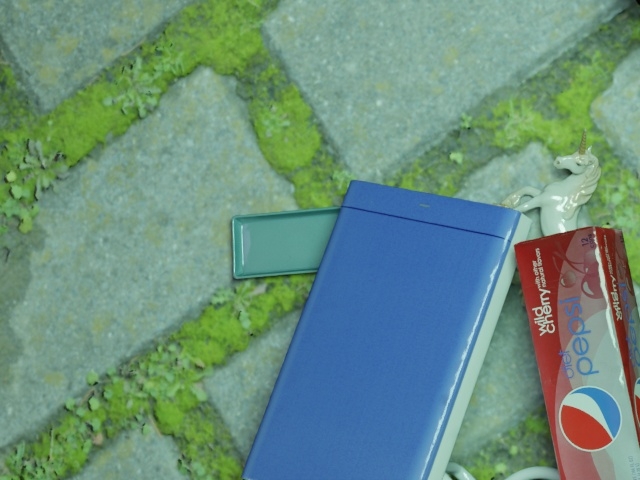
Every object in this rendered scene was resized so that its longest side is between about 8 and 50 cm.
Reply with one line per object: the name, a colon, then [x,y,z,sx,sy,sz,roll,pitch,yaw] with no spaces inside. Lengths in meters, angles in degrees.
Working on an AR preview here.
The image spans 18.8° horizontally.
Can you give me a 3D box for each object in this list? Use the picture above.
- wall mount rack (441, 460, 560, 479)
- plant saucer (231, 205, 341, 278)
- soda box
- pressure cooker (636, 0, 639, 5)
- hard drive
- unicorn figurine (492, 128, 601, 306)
wall mount rack: [0.145,0.387,1.814,0.350,0.130,0.304,-48,69,10]
plant saucer: [0.000,0.000,1.982,0.192,0.018,0.067,-5,81,22]
soda box: [0.254,0.122,1.787,0.083,0.092,0.263,-14,83,25]
pressure cooker: [0.423,-0.349,1.660,0.376,0.420,0.369,-3,64,-4]
hard drive: [0.061,0.107,1.857,0.210,0.040,0.318,12,78,41]
unicorn figurine: [0.225,-0.024,1.880,0.111,0.060,0.162,-9,96,20]
